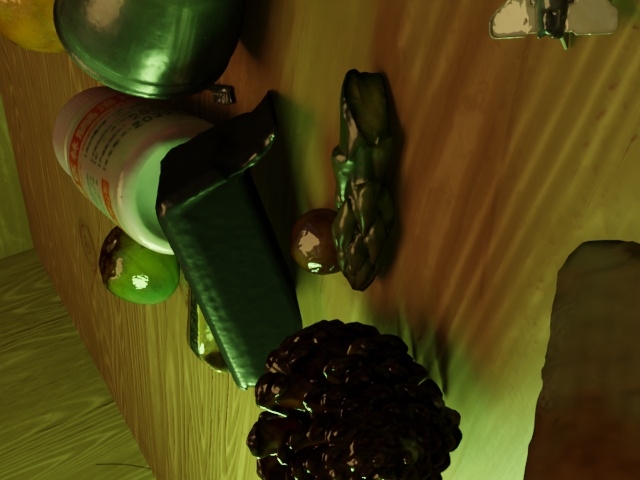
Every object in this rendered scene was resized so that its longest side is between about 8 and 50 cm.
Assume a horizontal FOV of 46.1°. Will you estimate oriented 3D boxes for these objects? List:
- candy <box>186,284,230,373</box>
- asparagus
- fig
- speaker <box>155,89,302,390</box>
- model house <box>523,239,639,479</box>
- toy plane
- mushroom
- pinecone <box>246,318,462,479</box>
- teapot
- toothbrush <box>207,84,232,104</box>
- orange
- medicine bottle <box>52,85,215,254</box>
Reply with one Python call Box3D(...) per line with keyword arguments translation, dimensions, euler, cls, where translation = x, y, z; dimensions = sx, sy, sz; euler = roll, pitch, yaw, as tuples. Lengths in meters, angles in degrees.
Box3D(translation=(-0.195, 0.116, 1.393), dimensions=(0.143, 0.101, 0.271), euler=(38, 134, 54), cls="candy")
Box3D(translation=(0.048, -0.048, 0.857), dimensions=(0.080, 0.080, 0.287), euler=(42, 143, 41), cls="asparagus")
Box3D(translation=(-0.381, 0.048, 1.608), dimensions=(0.181, 0.181, 0.191), euler=(19, 149, 56), cls="fig")
Box3D(translation=(-0.097, 0.007, 1.077), dimensions=(0.180, 0.184, 0.388), euler=(-104, -4, -58), cls="speaker")
Box3D(translation=(0.305, 0.151, 0.403), dimensions=(0.280, 0.245, 0.312), euler=(-13, 126, 36), cls="model house")
Box3D(translation=(0.159, -0.240, 0.515), dimensions=(0.160, 0.082, 0.234), euler=(6, 118, 31), cls="toy plane")
Box3D(translation=(-0.005, 0.009, 0.997), dimensions=(0.088, 0.072, 0.129), euler=(33, 159, -10), cls="mushroom")
Box3D(translation=(0.024, 0.212, 0.914), dimensions=(0.292, 0.247, 0.246), euler=(-134, 31, -71), cls="pinecone")
Box3D(translation=(-0.181, -0.363, 0.957), dimensions=(0.240, 0.321, 0.239), euler=(31, 143, -6), cls="teapot")
Box3D(translation=(-0.223, -0.252, 1.260), dimensions=(0.321, 0.023, 0.031), euler=(22, 125, 54), cls="toothbrush")
Box3D(translation=(-0.415, -0.428, 1.203), dimensions=(0.284, 0.284, 0.226), euler=(38, 146, 45), cls="orange")
Box3D(translation=(-0.303, -0.136, 1.273), dimensions=(0.388, 0.219, 0.219), euler=(32, 135, 50), cls="medicine bottle")
